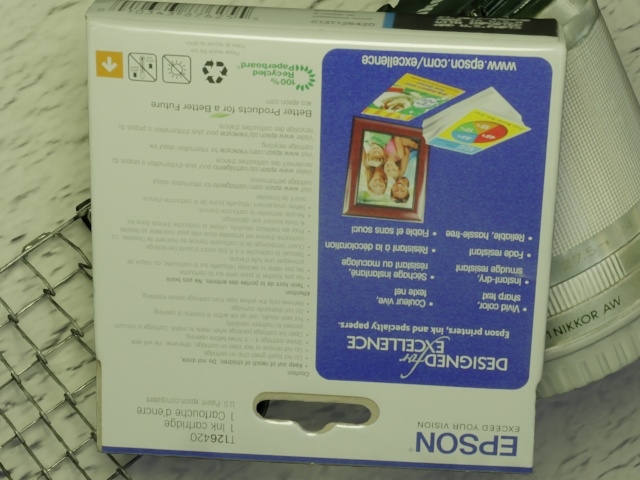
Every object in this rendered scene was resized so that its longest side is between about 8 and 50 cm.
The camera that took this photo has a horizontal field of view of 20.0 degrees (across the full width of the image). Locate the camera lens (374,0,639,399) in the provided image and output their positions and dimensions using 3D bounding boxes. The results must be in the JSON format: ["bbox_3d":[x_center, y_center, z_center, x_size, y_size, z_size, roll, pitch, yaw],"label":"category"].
[{"bbox_3d":[0.132,-0.049,1.317,0.219,0.219,0.274,-31,110,-15],"label":"camera lens"}]

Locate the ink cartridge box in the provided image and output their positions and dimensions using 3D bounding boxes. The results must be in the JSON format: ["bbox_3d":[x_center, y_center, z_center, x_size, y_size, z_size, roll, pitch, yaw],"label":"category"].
[{"bbox_3d":[0.000,0.000,1.197,0.303,0.072,0.307,3,115,3],"label":"ink cartridge box"}]

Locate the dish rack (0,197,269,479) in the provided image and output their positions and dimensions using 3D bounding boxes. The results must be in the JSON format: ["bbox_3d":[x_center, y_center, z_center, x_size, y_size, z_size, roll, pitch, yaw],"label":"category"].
[{"bbox_3d":[-0.196,0.113,1.287,0.271,0.074,0.208,-37,110,-13],"label":"dish rack"}]
